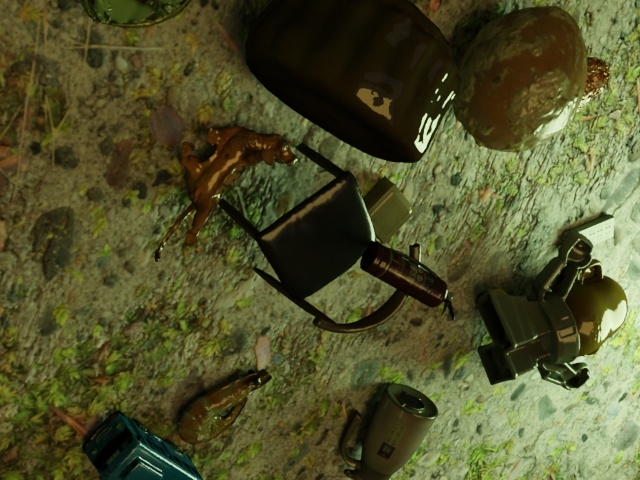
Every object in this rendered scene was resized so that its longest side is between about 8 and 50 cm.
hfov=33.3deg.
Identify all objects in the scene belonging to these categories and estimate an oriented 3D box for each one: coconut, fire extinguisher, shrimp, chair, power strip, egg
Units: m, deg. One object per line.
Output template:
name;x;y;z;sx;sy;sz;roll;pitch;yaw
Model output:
coconut;-0.249;-0.330;1.353;0.133;0.055;0.158;-45;129;-2
fire extinguisher;0.126;0.053;1.474;0.158;0.064;0.043;29;138;-27
shrimp;-0.153;0.273;1.755;0.180;0.041;0.099;-36;130;-12
chair;0.000;0.000;1.555;0.188;0.272;0.166;-36;129;-13
power strip;0.508;-0.009;2.048;0.136;0.019;0.050;-20;126;-23
egg;0.315;-0.252;1.671;0.203;0.203;0.245;37;85;-40

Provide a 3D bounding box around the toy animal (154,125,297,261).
toy animal;-0.161;-0.076;1.538;0.255;0.114;0.116;-45;173;1

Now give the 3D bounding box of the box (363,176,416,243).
box;0.104;-0.047;1.751;0.083;0.035;0.079;-45;130;-3

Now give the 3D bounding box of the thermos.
thermos;0.111;0.361;1.950;0.137;0.105;0.193;22;110;-13

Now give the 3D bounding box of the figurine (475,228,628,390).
figurine;0.444;0.150;1.998;0.285;0.167;0.342;-19;145;-14

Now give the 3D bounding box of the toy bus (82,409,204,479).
toy bus;-0.274;0.354;1.678;0.090;0.106;0.185;-46;130;0

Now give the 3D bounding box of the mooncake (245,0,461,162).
mooncake;0.047;-0.237;1.453;0.290;0.290;0.161;39;81;-40

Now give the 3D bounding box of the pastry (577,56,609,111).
pastry;0.414;-0.253;1.829;0.169;0.063;0.087;-31;119;-9
